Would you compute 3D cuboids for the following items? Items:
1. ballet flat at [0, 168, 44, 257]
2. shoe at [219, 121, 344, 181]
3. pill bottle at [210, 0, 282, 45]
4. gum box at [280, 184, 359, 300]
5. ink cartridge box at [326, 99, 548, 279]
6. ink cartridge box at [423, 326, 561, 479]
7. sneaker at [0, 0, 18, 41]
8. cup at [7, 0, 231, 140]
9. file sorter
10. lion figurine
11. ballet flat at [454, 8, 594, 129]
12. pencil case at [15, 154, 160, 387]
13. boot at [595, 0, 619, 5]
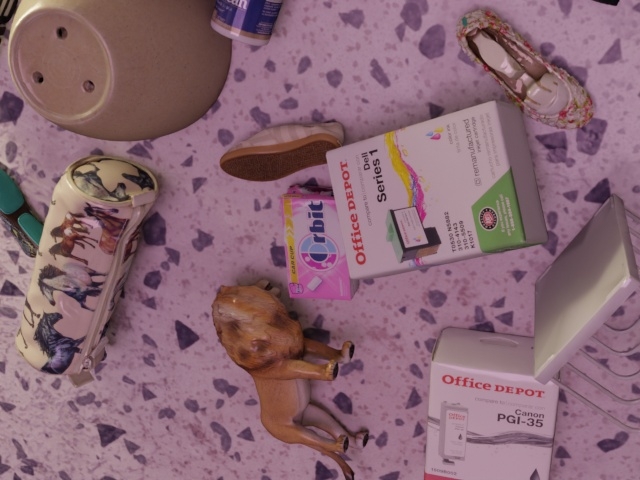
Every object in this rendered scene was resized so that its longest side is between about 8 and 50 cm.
[{"bbox_3d":[-0.558,-0.045,1.617,0.070,0.070,0.188,-30,98,26],"label":"ballet flat"},{"bbox_3d":[-0.060,-0.145,1.428,0.219,0.058,0.076,-8,141,24],"label":"shoe"},{"bbox_3d":[-0.095,-0.381,1.308,0.094,0.094,0.169,24,113,6],"label":"pill bottle"},{"bbox_3d":[0.000,0.000,1.461,0.107,0.062,0.188,2,113,16],"label":"gum box"},{"bbox_3d":[0.164,-0.065,1.297,0.278,0.117,0.201,-14,85,31],"label":"ink cartridge box"},{"bbox_3d":[0.281,0.304,1.474,0.207,0.117,0.283,6,114,15],"label":"ink cartridge box"},{"bbox_3d":[-0.626,-0.350,1.493,0.162,0.106,0.281,35,107,6],"label":"sneaker"},{"bbox_3d":[-0.331,-0.286,1.344,0.331,0.237,0.331,6,114,15],"label":"cup"},{"bbox_3d":[0.428,0.101,1.258,0.173,0.278,0.193,33,118,-4],"label":"file sorter"},{"bbox_3d":[-0.058,0.256,1.549,0.240,0.142,0.392,6,118,23],"label":"lion figurine"},{"bbox_3d":[0.285,-0.233,1.267,0.241,0.077,0.091,37,117,-1],"label":"ballet flat"},{"bbox_3d":[-0.404,0.048,1.549,0.183,0.160,0.410,35,119,19],"label":"pencil case"},{"bbox_3d":[0.363,-0.381,1.200,0.121,0.045,0.099,24,114,7],"label":"boot"}]
